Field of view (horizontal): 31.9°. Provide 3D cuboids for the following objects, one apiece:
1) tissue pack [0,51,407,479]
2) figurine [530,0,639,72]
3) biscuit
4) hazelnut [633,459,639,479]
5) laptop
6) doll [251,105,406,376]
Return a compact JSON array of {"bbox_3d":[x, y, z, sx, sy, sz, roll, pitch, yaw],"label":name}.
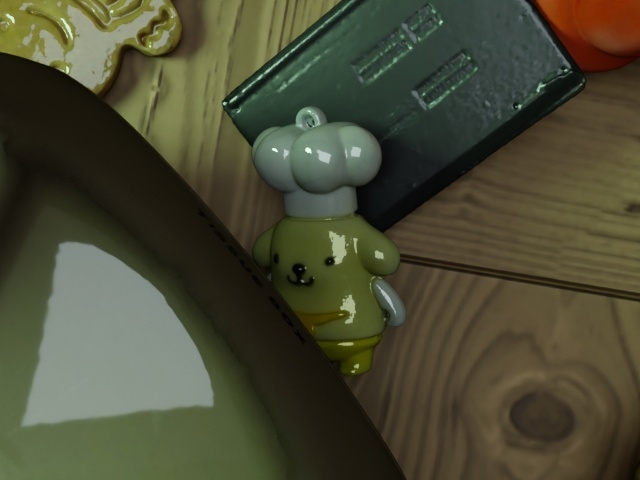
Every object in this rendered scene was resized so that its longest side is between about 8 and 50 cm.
[{"bbox_3d":[-0.130,0.104,0.586,0.267,0.277,0.387,-40,84,3],"label":"tissue pack"},{"bbox_3d":[0.209,-0.240,0.657,0.208,0.181,0.257,-3,83,22],"label":"figurine"},{"bbox_3d":[-0.158,-0.160,0.729,0.184,0.027,0.133,-37,87,-4],"label":"biscuit"},{"bbox_3d":[0.254,0.201,0.633,0.181,0.181,0.212,29,82,31],"label":"hazelnut"},{"bbox_3d":[0.047,-0.092,0.693,0.197,0.016,0.135,-37,86,18],"label":"laptop"},{"bbox_3d":[0.000,0.000,0.679,0.106,0.062,0.163,1,101,31],"label":"doll"}]
